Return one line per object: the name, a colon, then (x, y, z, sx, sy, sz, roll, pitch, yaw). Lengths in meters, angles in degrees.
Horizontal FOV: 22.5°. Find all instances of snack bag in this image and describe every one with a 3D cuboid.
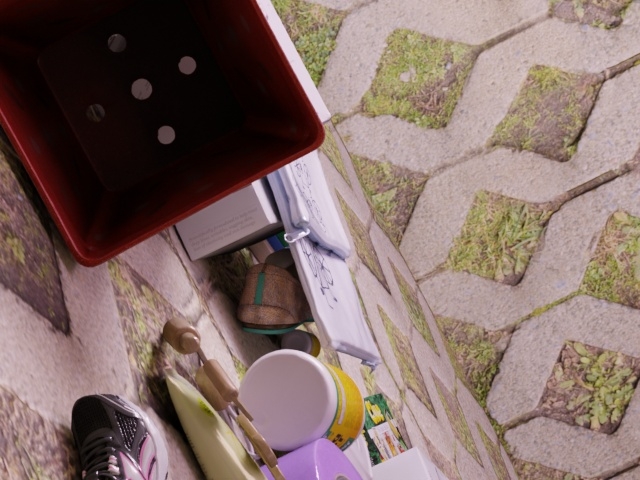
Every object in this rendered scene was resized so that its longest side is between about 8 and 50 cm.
snack bag: (0.000, 0.000, 2.120, 0.323, 0.037, 0.342, 35, 36, -75)

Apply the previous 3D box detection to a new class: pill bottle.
pill bottle: (-0.014, 0.199, 1.912, 0.117, 0.118, 0.208, 66, 9, 17)
pill bottle: (-0.024, 0.147, 2.230, 0.043, 0.043, 0.083, 65, 10, 13)

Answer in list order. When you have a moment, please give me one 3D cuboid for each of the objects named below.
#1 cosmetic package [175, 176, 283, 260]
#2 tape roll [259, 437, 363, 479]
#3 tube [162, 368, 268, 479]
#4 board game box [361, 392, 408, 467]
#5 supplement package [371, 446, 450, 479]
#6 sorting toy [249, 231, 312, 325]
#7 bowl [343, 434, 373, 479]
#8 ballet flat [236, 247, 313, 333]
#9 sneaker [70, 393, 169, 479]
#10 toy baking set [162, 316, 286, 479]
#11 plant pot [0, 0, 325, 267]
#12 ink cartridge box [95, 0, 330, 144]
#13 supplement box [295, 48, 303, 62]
cosmetic package: (-0.106, -0.035, 2.065, 0.085, 0.117, 0.231, 65, 10, 1)
tape roll: (0.021, 0.357, 1.754, 0.274, 0.090, 0.275, 60, 9, -16)
tube: (-0.089, 0.229, 1.604, 0.062, 0.070, 0.240, -28, 83, -42)
board game box: (0.091, 0.305, 2.483, 0.136, 0.030, 0.260, 62, 9, 7)
supplement package: (0.134, 0.380, 2.262, 0.179, 0.105, 0.105, 49, 18, -57)
sorting toy: (-0.060, -0.049, 2.441, 0.257, 0.089, 0.255, 56, 12, -38)
bowl: (0.022, 0.270, 2.120, 0.142, 0.053, 0.142, 57, 10, -26)
ballet flat: (-0.035, 0.063, 2.152, 0.316, 0.108, 0.106, -4, 95, -81)
sneaker: (-0.160, 0.195, 1.273, 0.077, 0.072, 0.178, 27, 30, -57)
toy baking set: (-0.106, 0.164, 1.668, 0.196, 0.030, 0.256, 61, -9, -13)
plant pot: (-0.181, -0.155, 1.621, 0.267, 0.267, 0.236, 62, -4, -6)
ink cartridge box: (-0.164, -0.220, 1.857, 0.129, 0.223, 0.307, -34, 99, -44)
supplement box: (-0.144, -0.244, 2.189, 0.191, 0.194, 0.129, 57, 11, -33)
